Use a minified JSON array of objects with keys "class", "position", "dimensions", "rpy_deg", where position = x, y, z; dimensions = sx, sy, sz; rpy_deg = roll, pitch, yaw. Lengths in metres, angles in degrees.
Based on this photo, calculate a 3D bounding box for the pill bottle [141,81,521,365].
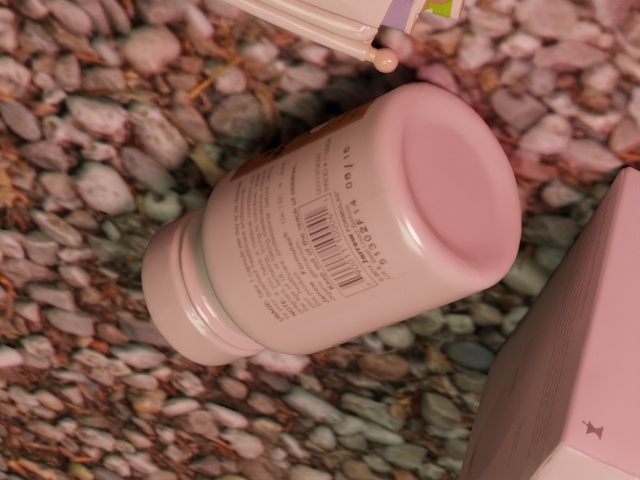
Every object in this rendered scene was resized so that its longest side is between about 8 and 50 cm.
[{"class":"pill bottle","position":[0.000,0.000,1.092],"dimensions":[0.229,0.131,0.131],"rpy_deg":[-23,123,38]}]

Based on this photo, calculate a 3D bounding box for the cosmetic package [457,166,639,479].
[{"class":"cosmetic package","position":[0.184,0.120,1.076],"dimensions":[0.138,0.224,0.225],"rpy_deg":[23,139,-2]}]

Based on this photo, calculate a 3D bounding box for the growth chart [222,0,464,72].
[{"class":"growth chart","position":[0.027,-0.185,0.966],"dimensions":[0.172,0.021,0.237],"rpy_deg":[26,139,-7]}]
